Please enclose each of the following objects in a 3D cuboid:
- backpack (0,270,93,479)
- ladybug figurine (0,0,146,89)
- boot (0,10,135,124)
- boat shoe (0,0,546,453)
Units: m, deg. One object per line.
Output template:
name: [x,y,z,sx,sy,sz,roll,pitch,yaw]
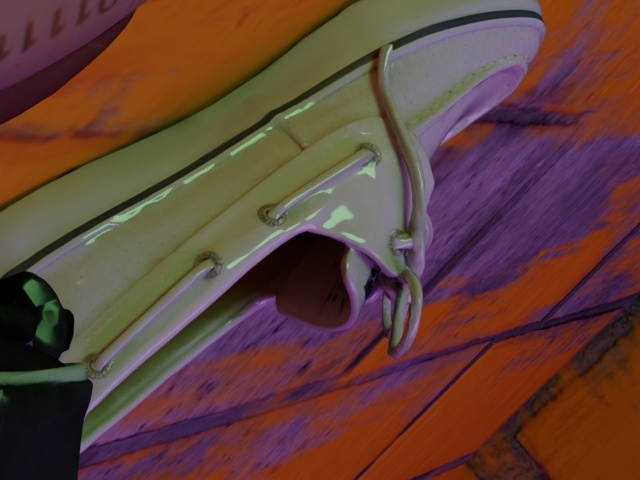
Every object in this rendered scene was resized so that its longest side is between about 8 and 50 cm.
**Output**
backpack: [-0.204,0.061,0.325,0.253,0.191,0.225,25,161,-35]
ladybug figurine: [-0.075,-0.184,0.213,0.305,0.162,0.449,-30,161,-27]
boot: [-0.181,0.006,0.579,0.264,0.096,0.280,-34,162,-21]
boat shoe: [0.000,-0.004,0.826,0.367,0.156,0.136,-30,161,-27]
